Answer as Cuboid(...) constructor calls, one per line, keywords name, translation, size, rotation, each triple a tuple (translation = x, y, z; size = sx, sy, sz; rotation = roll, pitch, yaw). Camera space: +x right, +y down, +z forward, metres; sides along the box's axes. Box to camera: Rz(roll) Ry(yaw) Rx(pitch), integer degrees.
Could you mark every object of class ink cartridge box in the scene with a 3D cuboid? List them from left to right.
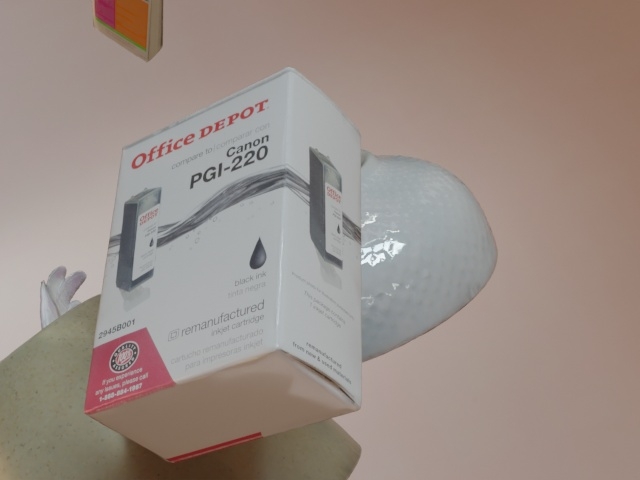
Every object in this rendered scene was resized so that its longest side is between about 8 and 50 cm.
Cuboid(name="ink cartridge box", translation=(-0.058, 0.015, 0.738), size=(0.092, 0.158, 0.218), rotation=(41, 39, -41))

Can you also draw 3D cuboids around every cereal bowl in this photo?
Cuboid(name="cereal bowl", translation=(0.000, 0.000, 1.143), size=(0.339, 0.339, 0.141), rotation=(-140, -151, -69))

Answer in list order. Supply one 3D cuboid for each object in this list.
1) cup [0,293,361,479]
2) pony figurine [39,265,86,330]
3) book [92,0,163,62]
Cuboid(name="cup", translation=(-0.166, 0.184, 0.914), size=(0.237, 0.331, 0.331), rotation=(51, -11, 1))
Cuboid(name="pony figurine", translation=(-0.290, 0.255, 1.470), size=(0.303, 0.363, 0.351), rotation=(33, 20, -31))
Cuboid(name="book", translation=(-0.244, -0.303, 1.406), size=(0.096, 0.035, 0.144), rotation=(30, -34, 10))
